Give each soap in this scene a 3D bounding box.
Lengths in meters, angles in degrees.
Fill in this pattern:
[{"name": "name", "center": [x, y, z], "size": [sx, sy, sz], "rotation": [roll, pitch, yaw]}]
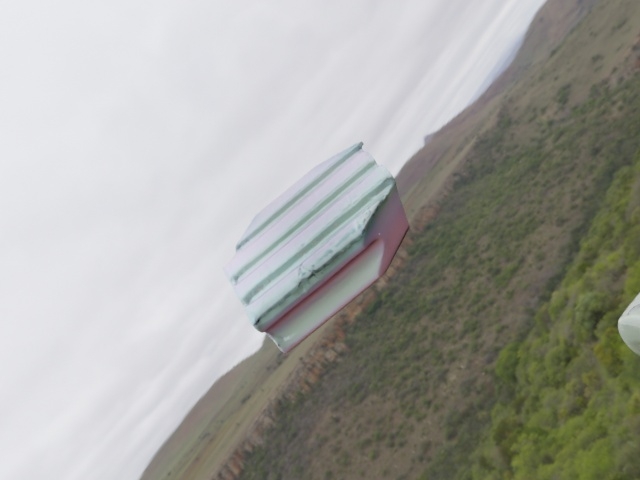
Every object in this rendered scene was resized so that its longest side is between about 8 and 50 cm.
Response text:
[{"name": "soap", "center": [0.000, 0.000, 0.435], "size": [0.149, 0.100, 0.056], "rotation": [-40, -45, 0]}]

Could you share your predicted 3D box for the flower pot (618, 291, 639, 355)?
[{"name": "flower pot", "center": [0.581, 0.122, 0.691], "size": [0.165, 0.254, 0.367], "rotation": [-39, -10, -26]}]
